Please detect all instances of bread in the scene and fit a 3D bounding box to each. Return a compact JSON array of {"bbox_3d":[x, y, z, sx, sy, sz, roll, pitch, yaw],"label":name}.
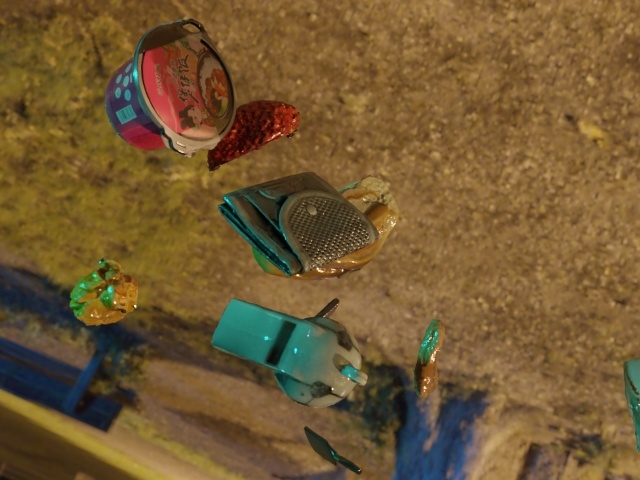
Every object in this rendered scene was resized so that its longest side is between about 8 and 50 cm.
[{"bbox_3d":[0.000,0.000,2.473,0.341,0.300,0.210,-21,93,40],"label":"bread"}]

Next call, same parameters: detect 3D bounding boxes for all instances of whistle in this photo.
[{"bbox_3d":[-0.032,0.195,1.659,0.289,0.163,0.163,15,159,43],"label":"whistle"}]

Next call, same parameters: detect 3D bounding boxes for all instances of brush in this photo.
[{"bbox_3d":[0.025,0.405,1.861,0.193,0.016,0.063,21,139,59],"label":"brush"}]

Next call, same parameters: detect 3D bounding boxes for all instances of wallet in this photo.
[{"bbox_3d":[-0.017,0.204,2.260,0.025,0.124,0.244,45,162,10],"label":"wallet"},{"bbox_3d":[-0.033,-0.049,2.136,0.237,0.342,0.075,45,124,18],"label":"wallet"}]

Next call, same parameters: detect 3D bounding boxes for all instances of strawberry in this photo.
[{"bbox_3d":[-0.153,-0.252,2.186,0.175,0.236,0.107,-23,94,44],"label":"strawberry"}]

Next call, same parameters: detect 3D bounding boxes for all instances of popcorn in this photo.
[{"bbox_3d":[-0.246,0.070,1.152,0.084,0.084,0.084,20,160,8],"label":"popcorn"}]

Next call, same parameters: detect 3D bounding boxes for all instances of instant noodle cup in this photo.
[{"bbox_3d":[-0.326,-0.293,2.023,0.181,0.302,0.258,-16,139,41],"label":"instant noodle cup"}]

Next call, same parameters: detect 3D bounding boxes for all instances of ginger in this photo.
[{"bbox_3d":[0.209,0.235,1.889,0.051,0.069,0.173,25,125,20],"label":"ginger"}]

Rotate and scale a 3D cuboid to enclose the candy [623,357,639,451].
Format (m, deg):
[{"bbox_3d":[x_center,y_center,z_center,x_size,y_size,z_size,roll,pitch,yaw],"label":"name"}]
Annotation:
[{"bbox_3d":[0.620,0.275,1.684,0.184,0.137,0.195,-13,-168,14],"label":"candy"}]
